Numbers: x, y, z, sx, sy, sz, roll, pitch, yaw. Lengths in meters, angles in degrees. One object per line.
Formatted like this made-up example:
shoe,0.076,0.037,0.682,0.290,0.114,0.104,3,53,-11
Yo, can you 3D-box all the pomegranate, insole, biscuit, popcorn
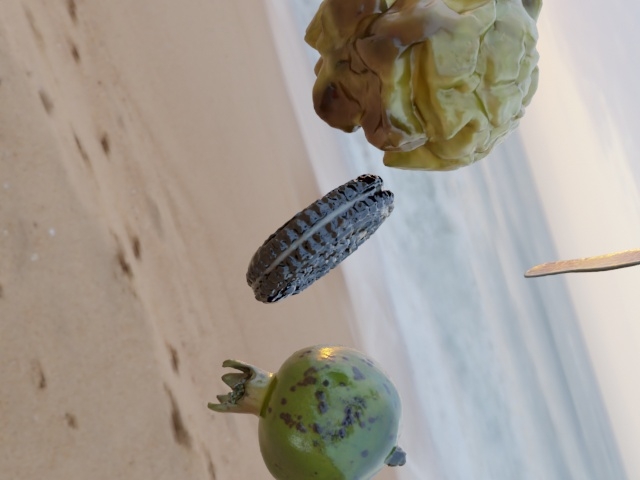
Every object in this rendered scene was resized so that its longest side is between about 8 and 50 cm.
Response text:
pomegranate,-0.016,0.231,1.278,0.198,0.246,0.198,-9,90,-82
insole,0.329,0.027,1.214,0.065,0.193,0.006,-26,101,-43
biscuit,0.000,0.000,1.096,0.053,0.194,0.194,52,10,9
popcorn,0.122,-0.216,1.130,0.332,0.265,0.225,-56,146,-34
